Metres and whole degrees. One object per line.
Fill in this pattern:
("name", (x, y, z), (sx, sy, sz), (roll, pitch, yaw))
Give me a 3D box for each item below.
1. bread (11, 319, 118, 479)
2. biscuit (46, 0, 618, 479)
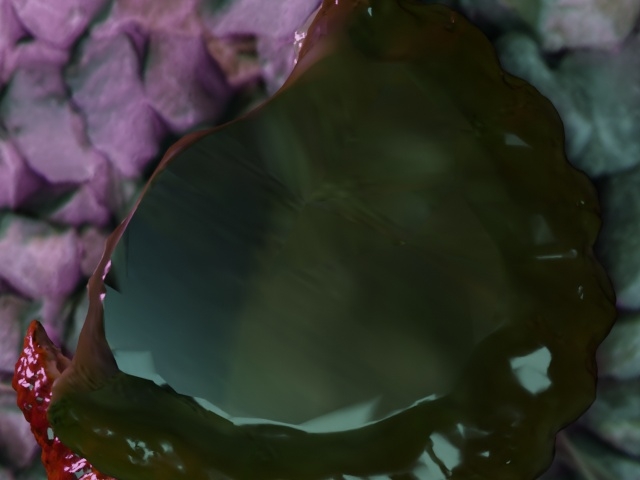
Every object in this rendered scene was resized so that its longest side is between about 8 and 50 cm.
("bread", (-0.108, 0.154, 1.043), (0.139, 0.095, 0.269), (-27, 78, 13))
("biscuit", (0.000, 0.000, 0.977), (0.329, 0.078, 0.335), (-3, 80, 8))
